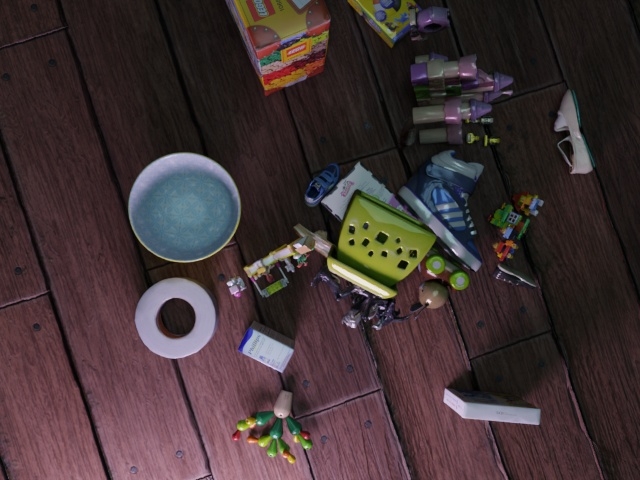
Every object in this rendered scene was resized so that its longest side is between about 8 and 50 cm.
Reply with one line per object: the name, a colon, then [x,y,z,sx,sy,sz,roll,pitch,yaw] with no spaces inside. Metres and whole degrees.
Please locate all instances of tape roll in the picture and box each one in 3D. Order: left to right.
tape roll: [-0.395,0.211,1.546,0.219,0.072,0.219,0,88,-2]

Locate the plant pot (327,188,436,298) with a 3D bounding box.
plant pot: [0.142,0.012,1.436,0.227,0.228,0.207,28,99,0]

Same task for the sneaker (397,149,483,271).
sneaker: [0.399,-0.101,1.559,0.236,0.130,0.323,-43,85,1]

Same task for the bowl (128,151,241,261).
bowl: [-0.354,-0.083,1.514,0.289,0.156,0.289,0,88,-2]

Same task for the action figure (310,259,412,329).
action figure: [0.105,0.176,1.532,0.275,0.164,0.141,31,78,8]

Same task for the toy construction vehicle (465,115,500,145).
toy construction vehicle: [0.469,-0.317,1.621,0.098,0.035,0.086,-3,99,0]

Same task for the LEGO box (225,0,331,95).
LEGO box: [-0.162,-0.681,1.432,0.193,0.372,0.500,-23,89,-3]

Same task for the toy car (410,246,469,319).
toy car: [0.304,0.130,1.549,0.149,0.155,0.188,33,100,-1]

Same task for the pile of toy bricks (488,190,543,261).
pile of toy bricks: [0.533,-0.052,1.589,0.105,0.118,0.212,30,97,31]

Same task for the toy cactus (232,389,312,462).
toy cactus: [-0.121,0.507,1.544,0.219,0.112,0.180,14,78,6]

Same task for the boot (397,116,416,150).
boot: [0.252,-0.308,1.567,0.037,0.114,0.106,17,88,-2]

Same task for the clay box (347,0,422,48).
clay box: [0.179,-0.683,1.605,0.127,0.053,0.222,-44,91,-3]

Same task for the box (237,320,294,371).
box: [-0.146,0.288,1.528,0.137,0.126,0.072,27,89,-1]

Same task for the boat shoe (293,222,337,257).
boat shoe: [0.000,0.000,1.578,0.170,0.063,0.059,38,85,-10]

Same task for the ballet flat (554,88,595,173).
ballet flat: [0.720,-0.309,1.610,0.086,0.086,0.248,-16,90,-3]

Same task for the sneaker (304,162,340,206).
sneaker: [0.005,-0.160,1.577,0.053,0.059,0.144,34,85,15]

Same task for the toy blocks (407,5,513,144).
toy blocks: [0.379,-0.432,1.475,0.260,0.288,0.309,-3,86,15]

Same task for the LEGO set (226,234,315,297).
LEGO set: [-0.110,0.081,1.533,0.287,0.132,0.107,-27,96,19]

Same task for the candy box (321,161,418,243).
candy box: [0.137,-0.085,1.577,0.233,0.071,0.159,44,90,-1]

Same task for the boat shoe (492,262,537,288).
boat shoe: [0.560,0.110,1.607,0.133,0.049,0.042,23,115,-8]

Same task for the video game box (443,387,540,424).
video game box: [0.460,0.449,1.520,0.205,0.187,0.048,6,88,-3]
